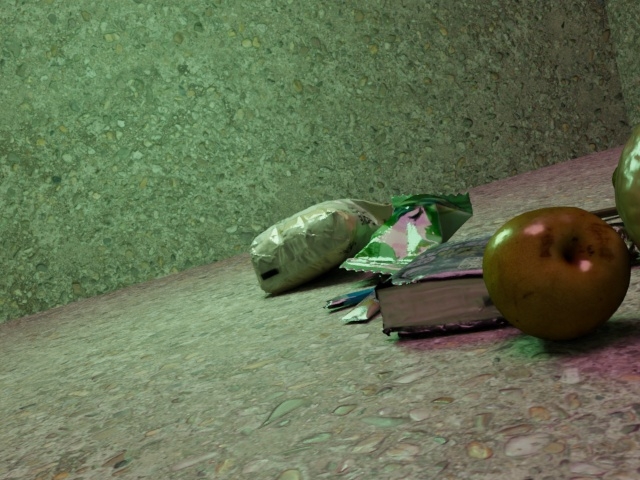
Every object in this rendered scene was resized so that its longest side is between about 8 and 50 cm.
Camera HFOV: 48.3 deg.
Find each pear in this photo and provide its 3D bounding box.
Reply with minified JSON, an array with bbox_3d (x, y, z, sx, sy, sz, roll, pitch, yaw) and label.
[{"bbox_3d":[0.345,0.050,1.068,0.209,0.208,0.209,-14,7,2],"label":"pear"}]

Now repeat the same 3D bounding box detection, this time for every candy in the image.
[{"bbox_3d":[0.238,-0.005,1.937,0.263,0.171,0.398,-8,19,33],"label":"candy"}]

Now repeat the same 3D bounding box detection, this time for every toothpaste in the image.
[{"bbox_3d":[0.117,0.133,1.549,0.067,0.042,0.194,-6,16,36],"label":"toothpaste"}]

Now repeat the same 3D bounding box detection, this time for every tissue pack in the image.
[{"bbox_3d":[0.000,0.000,2.125,0.390,0.195,0.376,-29,-5,26],"label":"tissue pack"},{"bbox_3d":[0.282,0.073,1.374,0.260,0.121,0.361,-9,6,24],"label":"tissue pack"}]

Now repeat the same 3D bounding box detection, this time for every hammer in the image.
[{"bbox_3d":[0.712,-0.066,1.897,0.366,0.043,0.111,-12,-4,1],"label":"hammer"}]

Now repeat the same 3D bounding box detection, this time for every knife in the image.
[{"bbox_3d":[0.145,0.119,1.668,0.297,0.026,0.044,-13,9,-9],"label":"knife"}]

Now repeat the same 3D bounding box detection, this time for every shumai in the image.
[{"bbox_3d":[0.577,0.017,1.396,0.083,0.082,0.080,-37,-4,30],"label":"shumai"}]

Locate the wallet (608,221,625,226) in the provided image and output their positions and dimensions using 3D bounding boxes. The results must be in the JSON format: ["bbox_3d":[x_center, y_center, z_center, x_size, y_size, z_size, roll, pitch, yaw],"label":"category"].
[{"bbox_3d":[0.601,-0.006,1.671,0.247,0.041,0.323,-7,4,39],"label":"wallet"}]

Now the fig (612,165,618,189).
[{"bbox_3d":[0.949,-0.161,2.051,0.151,0.151,0.259,-8,-18,44],"label":"fig"}]

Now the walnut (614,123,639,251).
[{"bbox_3d":[0.589,-0.061,0.956,0.382,0.380,0.381,-14,7,2],"label":"walnut"}]
